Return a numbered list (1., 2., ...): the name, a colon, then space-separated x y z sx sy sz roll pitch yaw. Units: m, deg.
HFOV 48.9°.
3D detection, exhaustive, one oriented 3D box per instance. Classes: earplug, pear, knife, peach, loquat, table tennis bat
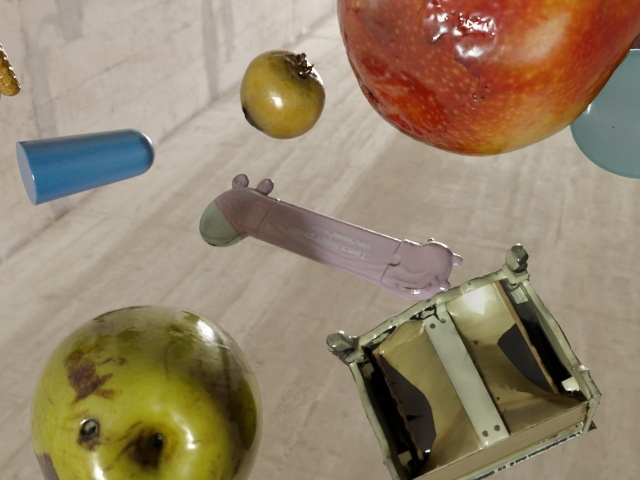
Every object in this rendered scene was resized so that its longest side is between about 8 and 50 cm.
1. earplug: -0.481 -0.168 1.481 0.273 0.132 0.132 -17 -56 -30
2. pear: -0.193 0.209 0.801 0.283 0.283 0.284 11 -90 -72
3. knife: 0.000 0.000 0.980 0.132 0.398 0.038 -61 -31 -18
4. peach: 0.121 -0.173 0.498 0.231 0.231 0.231 11 -90 -72
5. loquat: -0.065 -0.247 1.188 0.137 0.163 0.163 -17 -59 -39
6. table tennis bat: 0.268 -0.129 0.679 0.033 0.201 0.124 -32 -46 -45

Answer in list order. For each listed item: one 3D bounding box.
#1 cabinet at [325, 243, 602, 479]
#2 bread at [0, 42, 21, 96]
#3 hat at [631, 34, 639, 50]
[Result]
1. cabinet: 0.205 0.200 0.986 0.228 0.289 0.318 67 -173 27
2. bread: -0.678 -0.373 1.472 0.044 0.052 0.157 -65 -26 -42
3. hat: 0.418 -0.254 0.891 0.205 0.089 0.205 62 -171 -16
